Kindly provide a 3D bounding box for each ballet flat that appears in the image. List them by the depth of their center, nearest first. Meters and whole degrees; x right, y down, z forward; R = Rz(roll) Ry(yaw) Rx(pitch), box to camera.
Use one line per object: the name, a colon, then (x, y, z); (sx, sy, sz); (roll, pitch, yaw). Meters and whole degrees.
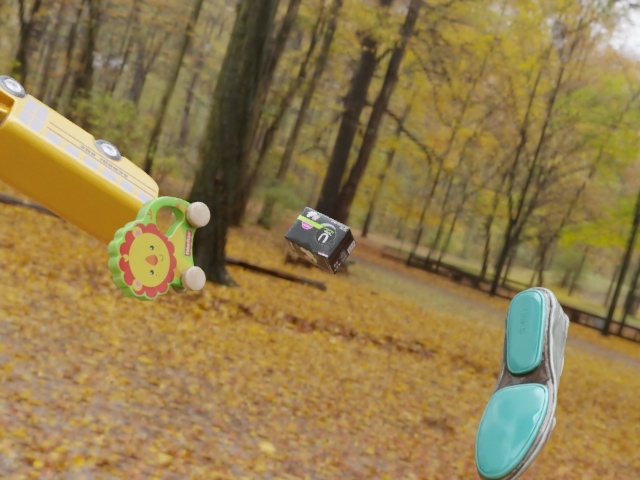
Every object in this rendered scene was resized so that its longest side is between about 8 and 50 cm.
ballet flat: (0.197, 0.141, 0.868); (0.072, 0.213, 0.068); (-13, -46, 38)

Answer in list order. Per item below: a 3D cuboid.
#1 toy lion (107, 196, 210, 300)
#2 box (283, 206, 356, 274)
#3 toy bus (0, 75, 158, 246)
toy lion: (-0.150, 0.007, 0.852); (0.034, 0.100, 0.096); (-9, -18, 42)
box: (0.000, 0.000, 1.393); (0.083, 0.062, 0.052); (26, -20, 27)
toy bus: (-0.423, -0.125, 1.476); (0.333, 0.108, 0.130); (34, 23, -23)
